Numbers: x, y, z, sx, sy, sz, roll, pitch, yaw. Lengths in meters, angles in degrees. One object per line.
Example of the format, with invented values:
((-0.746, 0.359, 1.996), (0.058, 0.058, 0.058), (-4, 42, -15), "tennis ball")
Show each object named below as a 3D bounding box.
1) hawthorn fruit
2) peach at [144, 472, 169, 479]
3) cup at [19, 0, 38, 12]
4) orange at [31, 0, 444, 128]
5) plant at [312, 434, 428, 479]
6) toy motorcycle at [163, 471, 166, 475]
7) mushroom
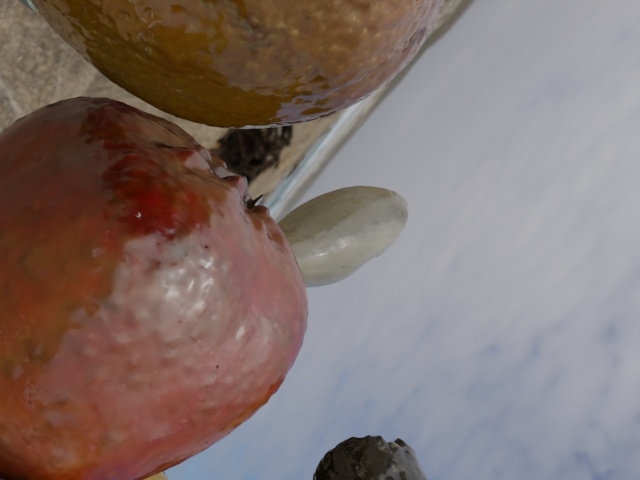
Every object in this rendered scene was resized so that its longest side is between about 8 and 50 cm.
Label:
((-0.179, 0.059, 0.531), (0.330, 0.287, 0.287), (-40, -176, 0), "hawthorn fruit")
((-0.210, 0.256, 0.644), (0.179, 0.179, 0.103), (-49, 180, 27), "peach")
((-0.447, -0.410, 1.095), (0.120, 0.141, 0.120), (-37, 157, -19), "cup")
((-0.048, -0.187, 0.379), (0.264, 0.264, 0.264), (-51, -176, 4), "orange")
((0.056, 0.303, 0.715), (0.194, 0.129, 0.132), (-95, -153, -47), "plant")
((-0.177, 0.432, 0.882), (0.206, 0.342, 0.142), (-49, 177, -27), "toy motorcycle")
((0.000, 0.000, 1.000), (0.350, 0.128, 0.128), (-22, 160, -47), "mushroom")
